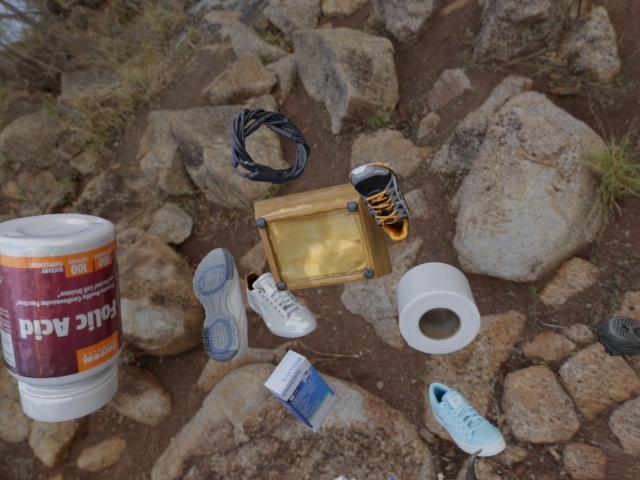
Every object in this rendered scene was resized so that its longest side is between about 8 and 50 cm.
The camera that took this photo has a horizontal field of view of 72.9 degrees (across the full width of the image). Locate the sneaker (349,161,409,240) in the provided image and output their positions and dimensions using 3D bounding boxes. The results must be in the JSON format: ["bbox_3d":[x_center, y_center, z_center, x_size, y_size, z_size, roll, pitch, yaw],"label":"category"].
[{"bbox_3d":[0.126,-0.074,0.842,0.084,0.215,0.083,-20,55,26],"label":"sneaker"}]

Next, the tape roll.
[{"bbox_3d":[0.369,0.215,1.386,0.246,0.246,0.169,-46,15,24],"label":"tape roll"}]

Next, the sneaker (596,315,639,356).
[{"bbox_3d":[0.830,0.264,1.118,0.130,0.227,0.087,85,-158,-68],"label":"sneaker"}]

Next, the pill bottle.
[{"bbox_3d":[-0.540,0.157,0.912,0.224,0.224,0.393,32,122,57],"label":"pill bottle"}]

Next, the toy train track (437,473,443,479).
[{"bbox_3d":[0.275,0.550,0.937,0.014,0.048,0.083,-41,49,37],"label":"toy train track"}]

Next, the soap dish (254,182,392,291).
[{"bbox_3d":[0.000,0.000,1.001,0.290,0.229,0.118,-9,17,16],"label":"soap dish"}]

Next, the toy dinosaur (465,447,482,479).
[{"bbox_3d":[0.376,0.702,1.109,0.121,0.160,0.314,27,92,42],"label":"toy dinosaur"}]

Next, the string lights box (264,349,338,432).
[{"bbox_3d":[-0.053,0.477,1.364,0.076,0.260,0.133,13,54,43],"label":"string lights box"}]

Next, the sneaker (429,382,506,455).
[{"bbox_3d":[0.490,0.618,1.534,0.135,0.150,0.366,-29,12,-16],"label":"sneaker"}]

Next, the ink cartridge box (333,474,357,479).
[{"bbox_3d":[-0.026,0.358,0.368,0.272,0.198,0.115,-35,32,2],"label":"ink cartridge box"}]

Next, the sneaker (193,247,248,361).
[{"bbox_3d":[-0.246,0.163,1.105,0.110,0.129,0.297,-12,68,9],"label":"sneaker"}]

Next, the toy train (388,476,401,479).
[{"bbox_3d":[0.232,0.665,1.059,0.184,0.080,0.105,12,45,23],"label":"toy train"}]

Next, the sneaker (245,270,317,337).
[{"bbox_3d":[-0.125,0.163,1.167,0.105,0.123,0.290,-31,32,-31],"label":"sneaker"}]

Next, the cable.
[{"bbox_3d":[-0.101,-0.193,0.889,0.047,0.184,0.151,-13,83,54],"label":"cable"}]
